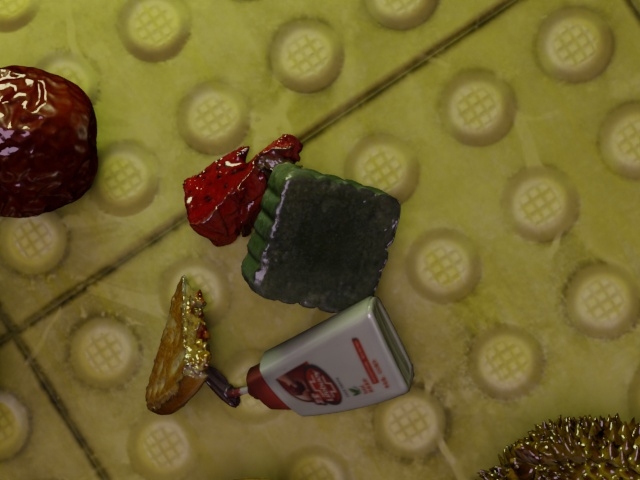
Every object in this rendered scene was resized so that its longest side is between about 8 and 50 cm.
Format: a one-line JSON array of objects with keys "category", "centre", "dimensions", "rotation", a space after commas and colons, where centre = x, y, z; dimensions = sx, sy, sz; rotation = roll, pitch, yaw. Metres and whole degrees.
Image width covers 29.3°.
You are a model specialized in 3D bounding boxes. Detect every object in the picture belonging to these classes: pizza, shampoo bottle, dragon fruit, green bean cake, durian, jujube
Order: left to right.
[{"category": "jujube", "centre": [-0.428, -0.131, 1.691], "dimensions": [0.232, 0.213, 0.213], "rotation": [0, 90, -5]}, {"category": "pizza", "centre": [-0.187, 0.145, 1.719], "dimensions": [0.062, 0.188, 0.199], "rotation": [15, 66, -24]}, {"category": "dragon fruit", "centre": [-0.100, -0.076, 1.740], "dimensions": [0.192, 0.122, 0.092], "rotation": [-41, 126, 2]}, {"category": "shampoo bottle", "centre": [-0.023, 0.180, 1.699], "dimensions": [0.284, 0.071, 0.153], "rotation": [-19, 118, 20]}, {"category": "green bean cake", "centre": [0.000, 0.000, 1.676], "dimensions": [0.185, 0.094, 0.183], "rotation": [13, 99, -21]}, {"category": "durian", "centre": [0.381, 0.397, 1.563], "dimensions": [0.347, 0.347, 0.384], "rotation": [-42, 95, 5]}]

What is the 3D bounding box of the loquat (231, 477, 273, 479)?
[{"category": "loquat", "centre": [-0.097, 0.470, 1.597], "dimensions": [0.328, 0.359, 0.329], "rotation": [-1, 67, 2]}]
